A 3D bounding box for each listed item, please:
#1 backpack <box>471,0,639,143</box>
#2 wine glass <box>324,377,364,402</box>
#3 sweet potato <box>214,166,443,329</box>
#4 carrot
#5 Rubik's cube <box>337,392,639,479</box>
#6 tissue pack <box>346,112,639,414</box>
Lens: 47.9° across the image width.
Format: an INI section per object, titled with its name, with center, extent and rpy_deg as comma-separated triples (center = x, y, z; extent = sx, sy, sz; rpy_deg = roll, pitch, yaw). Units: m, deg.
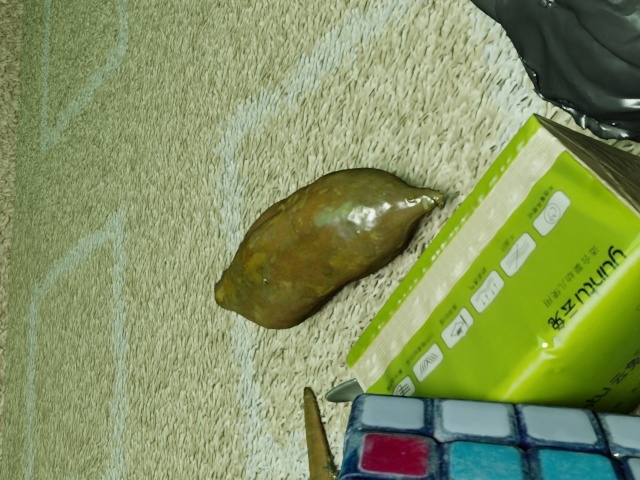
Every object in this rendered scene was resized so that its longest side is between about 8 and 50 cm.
[backpack]
center = 0.249, -0.298, 0.576
extent = 0.363, 0.255, 0.446
rpy_deg = -56, 52, 23
[wine glass]
center = 0.081, 0.264, 0.774
extent = 0.103, 0.103, 0.231
rpy_deg = -40, 56, 40
[sweet potato]
center = 0.000, 0.000, 0.903
extent = 0.369, 0.158, 0.158
rpy_deg = -39, 53, 40
[carrot]
center = 0.003, 0.304, 0.914
extent = 0.049, 0.049, 0.254
rpy_deg = -42, 47, 38
[Rubik's cube]
center = 0.141, 0.286, 0.412
extent = 0.287, 0.292, 0.293
rpy_deg = -62, -28, -71
[tissue pack]
center = 0.188, 0.065, 0.603
extent = 0.275, 0.200, 0.167
rpy_deg = -57, 42, 26
